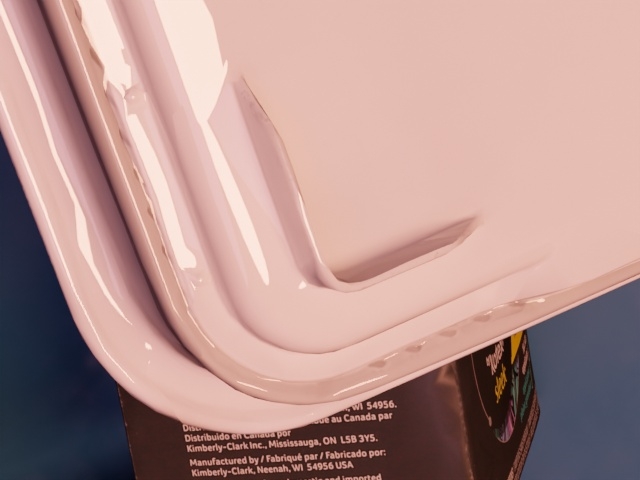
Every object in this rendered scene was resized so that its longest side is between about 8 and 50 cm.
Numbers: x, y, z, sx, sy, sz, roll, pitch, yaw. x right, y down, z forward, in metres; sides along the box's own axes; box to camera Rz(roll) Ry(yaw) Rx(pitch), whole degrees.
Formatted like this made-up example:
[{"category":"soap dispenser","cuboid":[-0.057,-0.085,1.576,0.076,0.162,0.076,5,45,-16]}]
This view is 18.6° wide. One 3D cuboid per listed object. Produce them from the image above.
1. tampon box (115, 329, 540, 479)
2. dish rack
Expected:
[{"category":"tampon box","cuboid":[0.000,0.000,0.577,0.101,0.120,0.161,-5,106,15]},{"category":"dish rack","cuboid":[0.039,-0.138,0.451,0.286,0.072,0.332,-23,105,-16]}]
